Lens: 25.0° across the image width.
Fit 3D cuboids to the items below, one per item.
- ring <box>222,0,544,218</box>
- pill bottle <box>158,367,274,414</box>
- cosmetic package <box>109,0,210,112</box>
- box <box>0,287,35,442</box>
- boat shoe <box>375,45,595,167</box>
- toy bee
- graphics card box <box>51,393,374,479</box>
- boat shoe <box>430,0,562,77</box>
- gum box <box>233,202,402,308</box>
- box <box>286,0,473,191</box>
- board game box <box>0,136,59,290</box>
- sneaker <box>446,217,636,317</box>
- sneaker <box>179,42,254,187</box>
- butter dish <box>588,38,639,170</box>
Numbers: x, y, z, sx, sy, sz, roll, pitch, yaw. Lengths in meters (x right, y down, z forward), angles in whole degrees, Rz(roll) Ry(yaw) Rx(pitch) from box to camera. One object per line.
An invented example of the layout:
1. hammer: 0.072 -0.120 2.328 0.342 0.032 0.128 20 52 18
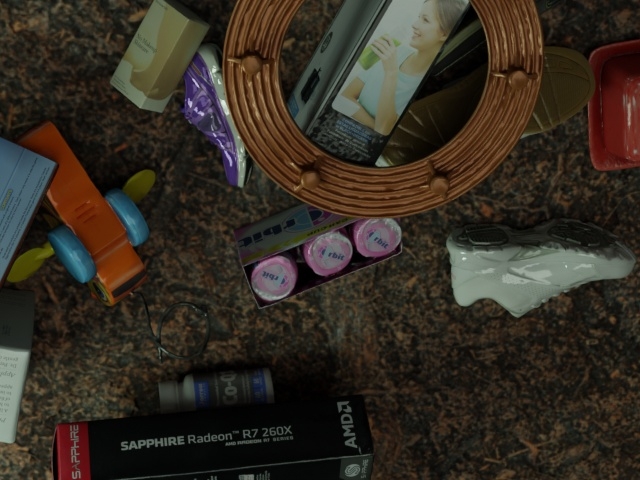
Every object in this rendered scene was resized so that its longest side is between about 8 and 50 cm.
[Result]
1. ring: 0.068 -0.175 1.483 0.337 0.032 0.336 -2 112 -5
2. pill bottle: -0.127 0.199 1.762 0.137 0.078 0.078 -4 113 -8
3. cosmetic package: -0.177 -0.205 1.591 0.041 0.060 0.115 6 118 -57
4. box: -0.421 0.127 1.628 0.181 0.182 0.119 11 107 -13
5. boat shoe: 0.181 -0.150 1.663 0.277 0.096 0.098 -20 91 -15
6. toy bee: -0.262 0.015 1.636 0.195 0.162 0.298 -14 83 -20
7. graphics card box: -0.128 0.297 1.747 0.371 0.094 0.233 -4 141 -6
8. boat shoe: 0.212 -0.252 1.629 0.223 0.080 0.073 -40 108 3
9. gum box: 0.000 0.000 1.684 0.188 0.107 0.062 -22 114 0
10. box: 0.067 -0.216 1.574 0.087 0.169 0.290 27 107 -16
11. board game box: -0.400 0.016 1.518 0.145 0.027 0.281 25 80 -6
12. sneaker: 0.267 0.039 1.765 0.232 0.090 0.115 1 119 0
13. sneaker: -0.120 -0.140 1.641 0.071 0.068 0.170 -14 106 13
14. butter dish: 0.401 -0.150 1.681 0.160 0.118 0.160 -9 113 -5
